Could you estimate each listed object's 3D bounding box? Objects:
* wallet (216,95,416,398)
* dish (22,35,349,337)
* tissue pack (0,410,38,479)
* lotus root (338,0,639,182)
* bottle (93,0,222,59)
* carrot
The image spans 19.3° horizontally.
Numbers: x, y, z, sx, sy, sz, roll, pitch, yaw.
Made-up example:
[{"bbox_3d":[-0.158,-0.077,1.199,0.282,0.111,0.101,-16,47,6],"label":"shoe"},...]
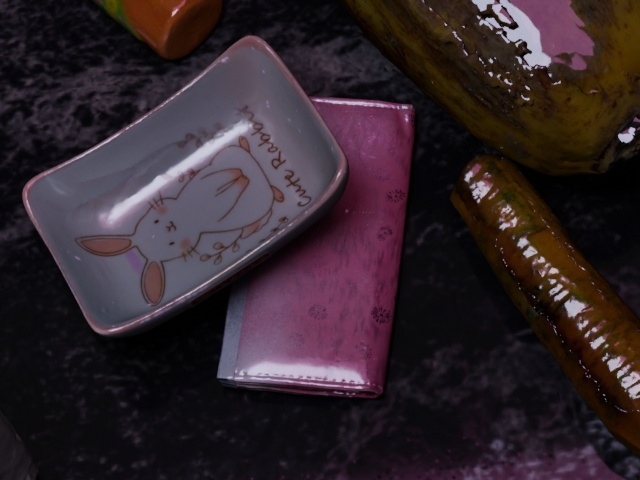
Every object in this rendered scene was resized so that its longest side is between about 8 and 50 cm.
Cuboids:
[{"bbox_3d":[0.000,0.000,1.364,0.119,0.025,0.232,5,66,8],"label":"wallet"},{"bbox_3d":[-0.086,-0.027,1.338,0.212,0.077,0.151,-34,60,1],"label":"dish"},{"bbox_3d":[-0.405,0.119,1.198,0.380,0.297,0.207,20,69,14],"label":"tissue pack"},{"bbox_3d":[0.110,-0.209,1.372,0.196,0.179,0.397,-32,69,-27],"label":"lotus root"},{"bbox_3d":[-0.161,-0.217,1.453,0.069,0.069,0.187,-43,68,-14],"label":"bottle"},{"bbox_3d":[0.178,0.045,1.308,0.070,0.070,0.260,-31,66,-9],"label":"carrot"}]
